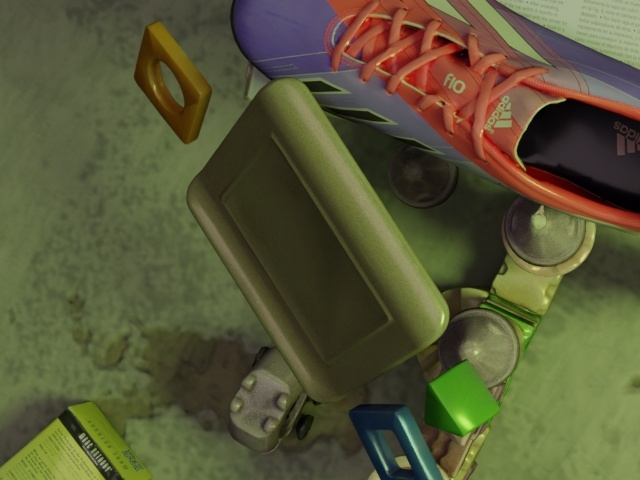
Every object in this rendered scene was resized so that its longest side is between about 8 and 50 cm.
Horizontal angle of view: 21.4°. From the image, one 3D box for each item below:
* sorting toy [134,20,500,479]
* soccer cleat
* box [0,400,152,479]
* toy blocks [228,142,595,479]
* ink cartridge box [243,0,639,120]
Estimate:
[{"bbox_3d":[0.000,0.000,1.068,0.047,0.196,0.348,-31,85,-27],"label":"sorting toy"},{"bbox_3d":[0.088,-0.089,0.980,0.318,0.116,0.109,24,105,10],"label":"soccer cleat"},{"bbox_3d":[-0.251,0.235,1.358,0.232,0.058,0.087,-42,81,8],"label":"box"},{"bbox_3d":[0.097,0.081,1.181,0.309,0.260,0.289,26,96,11],"label":"toy blocks"},{"bbox_3d":[0.138,-0.134,1.163,0.309,0.272,0.130,13,102,11],"label":"ink cartridge box"}]
